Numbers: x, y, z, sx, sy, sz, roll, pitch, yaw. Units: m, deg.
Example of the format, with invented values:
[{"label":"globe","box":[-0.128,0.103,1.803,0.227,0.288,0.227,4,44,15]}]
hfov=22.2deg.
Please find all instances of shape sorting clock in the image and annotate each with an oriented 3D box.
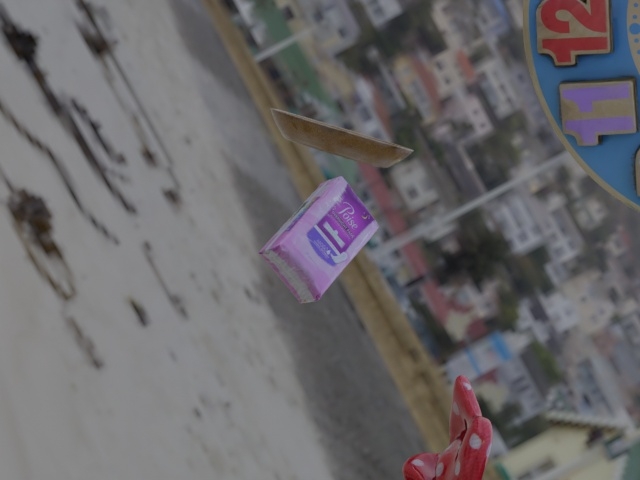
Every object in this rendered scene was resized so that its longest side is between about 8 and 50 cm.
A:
[{"label":"shape sorting clock","box":[0.191,-0.098,0.718,0.206,0.206,0.040,62,27,-4]}]

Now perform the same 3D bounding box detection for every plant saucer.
[{"label":"plant saucer","box":[0.010,-0.055,0.908,0.083,0.083,0.015,-90,-164,-85]}]

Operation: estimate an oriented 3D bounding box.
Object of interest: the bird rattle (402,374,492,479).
[{"label":"bird rattle","box":[0.023,0.198,0.892,0.143,0.254,0.207,61,27,-16]}]

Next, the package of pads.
[{"label":"package of pads","box":[0.000,0.000,1.126,0.032,0.083,0.050,-18,-66,51]}]
